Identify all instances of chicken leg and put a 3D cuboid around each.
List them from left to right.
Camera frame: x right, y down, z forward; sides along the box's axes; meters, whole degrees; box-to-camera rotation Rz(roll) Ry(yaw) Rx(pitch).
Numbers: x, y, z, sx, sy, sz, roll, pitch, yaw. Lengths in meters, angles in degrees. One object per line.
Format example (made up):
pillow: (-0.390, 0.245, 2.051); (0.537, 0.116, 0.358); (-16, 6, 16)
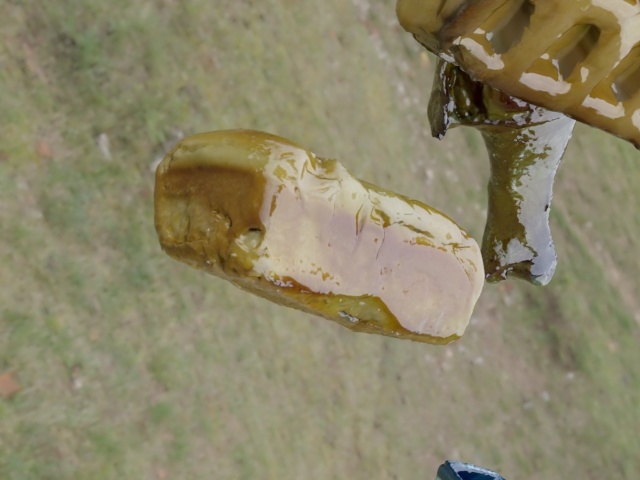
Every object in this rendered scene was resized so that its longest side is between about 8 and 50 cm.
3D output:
chicken leg: (0.199, -0.119, 1.484); (0.211, 0.140, 0.361); (-2, 104, -32)

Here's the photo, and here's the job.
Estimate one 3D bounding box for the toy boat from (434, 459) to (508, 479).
toy boat: (0.183, 0.276, 1.070); (0.096, 0.062, 0.299); (20, 14, -38)

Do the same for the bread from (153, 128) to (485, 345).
bread: (0.000, 0.000, 1.194); (0.294, 0.167, 0.132); (25, 88, -44)

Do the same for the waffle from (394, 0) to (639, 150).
waffle: (0.210, -0.190, 0.687); (0.224, 0.327, 0.098); (15, 45, -36)
